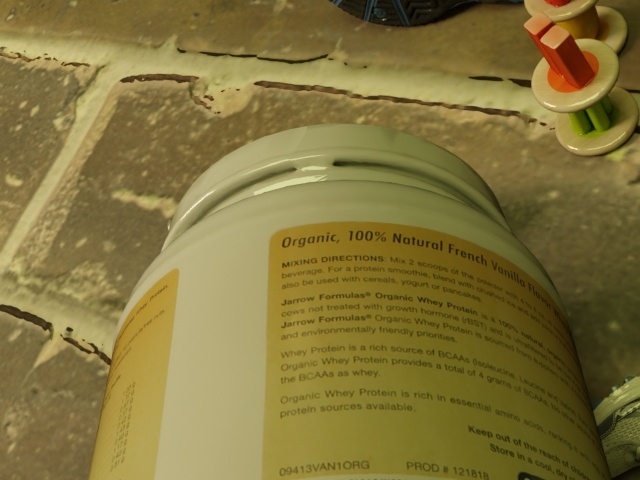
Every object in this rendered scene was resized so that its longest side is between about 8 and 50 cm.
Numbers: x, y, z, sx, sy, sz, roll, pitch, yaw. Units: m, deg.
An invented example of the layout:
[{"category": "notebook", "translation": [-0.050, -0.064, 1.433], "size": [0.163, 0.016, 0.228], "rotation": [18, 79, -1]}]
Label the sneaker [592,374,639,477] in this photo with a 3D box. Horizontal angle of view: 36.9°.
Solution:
[{"category": "sneaker", "translation": [0.183, 0.088, 0.468], "size": [0.135, 0.052, 0.058], "rotation": [-37, 52, 10]}]

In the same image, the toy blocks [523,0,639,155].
[{"category": "toy blocks", "translation": [0.142, -0.138, 0.571], "size": [0.054, 0.148, 0.123], "rotation": [-14, 55, 27]}]

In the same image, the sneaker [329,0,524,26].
[{"category": "sneaker", "translation": [0.089, -0.216, 0.712], "size": [0.211, 0.080, 0.081], "rotation": [2, 57, 24]}]

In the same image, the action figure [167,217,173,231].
[{"category": "action figure", "translation": [0.000, 0.000, 0.641], "size": [0.232, 0.063, 0.137], "rotation": [-11, 53, 24]}]

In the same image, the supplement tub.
[{"category": "supplement tub", "translation": [0.012, 0.117, 0.424], "size": [0.228, 0.228, 0.316], "rotation": [-23, 39, 20]}]
